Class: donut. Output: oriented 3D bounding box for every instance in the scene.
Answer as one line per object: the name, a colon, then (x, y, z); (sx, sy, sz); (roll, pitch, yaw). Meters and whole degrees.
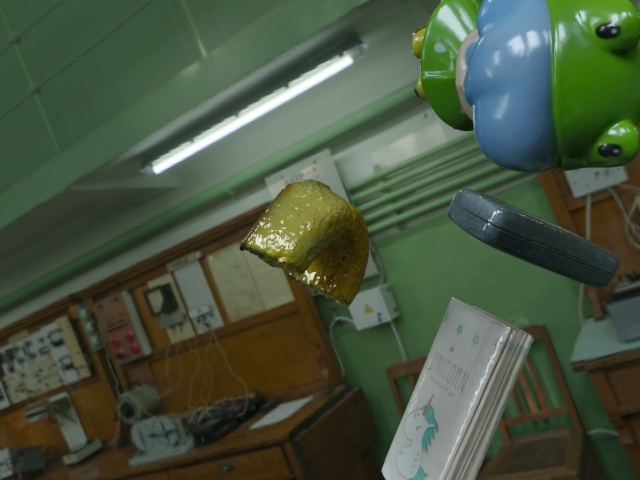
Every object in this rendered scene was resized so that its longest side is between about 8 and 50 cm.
donut: (0.000, -0.006, 0.934); (0.101, 0.152, 0.259); (23, -7, 33)

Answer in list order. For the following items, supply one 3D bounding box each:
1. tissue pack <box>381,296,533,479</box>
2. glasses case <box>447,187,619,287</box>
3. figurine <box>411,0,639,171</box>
tissue pack: (0.208, 0.266, 0.993); (0.071, 0.325, 0.170); (21, 2, -19)
glasses case: (0.372, -0.002, 1.093); (0.323, 0.074, 0.131); (19, 12, -28)
figurine: (0.162, -0.144, 0.532); (0.143, 0.162, 0.263); (-15, 24, -16)
